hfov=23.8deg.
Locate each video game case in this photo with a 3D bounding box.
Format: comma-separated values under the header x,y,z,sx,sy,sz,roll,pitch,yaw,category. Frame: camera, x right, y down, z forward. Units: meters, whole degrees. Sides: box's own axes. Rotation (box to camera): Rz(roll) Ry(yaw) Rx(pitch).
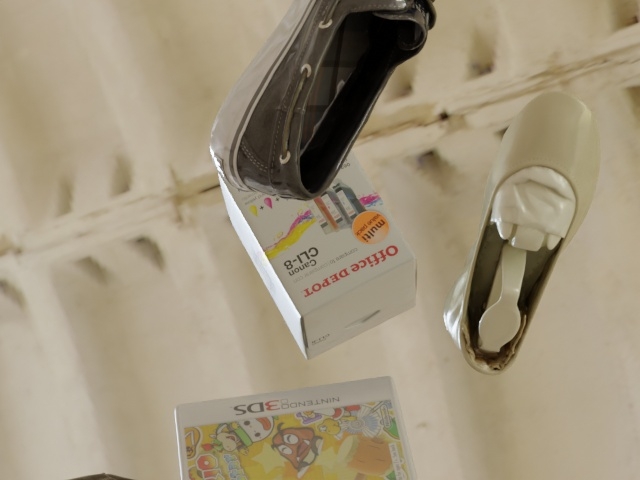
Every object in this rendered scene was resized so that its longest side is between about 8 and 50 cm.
x,y,z,sx,sy,sz,roll,pitch,yaw,category
-0.017,0.221,1.331,0.206,0.227,0.026,-7,-46,-4,video game case

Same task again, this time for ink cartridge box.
x,y,z,sx,sy,sz,roll,pitch,yaw,category
0.000,0.000,1.476,0.176,0.128,0.127,59,-9,21,ink cartridge box

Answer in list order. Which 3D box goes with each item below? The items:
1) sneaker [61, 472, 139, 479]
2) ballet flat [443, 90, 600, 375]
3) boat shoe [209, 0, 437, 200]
x,y,z,sx,sy,sz,roll,pitch,yaw,category
-0.277,0.312,1.736,0.235,0.097,0.084,0,-78,7,sneaker
0.158,0.004,1.184,0.086,0.086,0.248,31,-52,22,ballet flat
0.025,-0.120,0.835,0.076,0.080,0.228,24,-105,38,boat shoe
